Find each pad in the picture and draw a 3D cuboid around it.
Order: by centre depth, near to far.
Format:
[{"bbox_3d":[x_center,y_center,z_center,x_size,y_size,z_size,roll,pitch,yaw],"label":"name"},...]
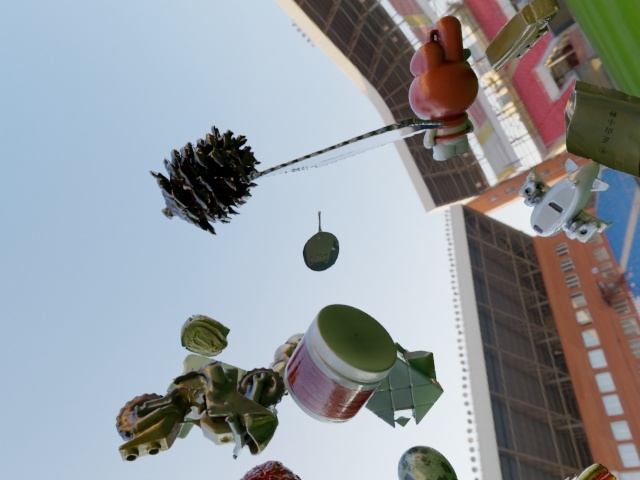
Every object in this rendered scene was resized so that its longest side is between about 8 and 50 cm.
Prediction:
[{"bbox_3d":[0.054,-0.149,0.705,0.270,0.269,0.012,-30,-76,-62],"label":"pad"}]

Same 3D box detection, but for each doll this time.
[{"bbox_3d":[0.269,-0.326,0.942,0.161,0.130,0.290,-20,-69,-15],"label":"doll"}]

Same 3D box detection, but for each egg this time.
[{"bbox_3d":[0.271,0.591,1.083,0.132,0.172,0.132,1,-92,-31],"label":"egg"}]

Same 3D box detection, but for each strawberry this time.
[{"bbox_3d":[-0.168,0.755,1.197,0.277,0.257,0.257,0,-115,-31],"label":"strawberry"}]

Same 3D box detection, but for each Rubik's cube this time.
[{"bbox_3d":[0.232,0.420,1.320,0.224,0.265,0.213,38,-175,-2],"label":"Rubik's cube"}]

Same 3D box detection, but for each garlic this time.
[{"bbox_3d":[-0.094,0.460,1.699,0.281,0.203,0.184,-20,-132,-16],"label":"garlic"}]

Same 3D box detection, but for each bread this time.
[{"bbox_3d":[-0.364,0.302,1.364,0.156,0.117,0.064,33,-169,-19],"label":"bread"}]

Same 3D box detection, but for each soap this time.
[{"bbox_3d":[-0.232,0.445,1.146,0.347,0.208,0.115,76,-148,-49],"label":"soap"}]

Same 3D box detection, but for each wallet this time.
[{"bbox_3d":[0.606,0.594,1.019,0.067,0.141,0.241,50,175,39],"label":"wallet"}]

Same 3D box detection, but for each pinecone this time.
[{"bbox_3d":[-0.267,-0.142,1.045,0.224,0.272,0.224,53,175,7],"label":"pinecone"}]

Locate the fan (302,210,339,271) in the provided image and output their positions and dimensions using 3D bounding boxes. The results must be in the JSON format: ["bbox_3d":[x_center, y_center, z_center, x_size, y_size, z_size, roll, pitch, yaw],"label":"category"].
[{"bbox_3d":[0.000,0.000,1.167,0.005,0.113,0.175,33,-129,-56],"label":"fan"}]

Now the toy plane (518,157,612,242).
[{"bbox_3d":[0.660,-0.108,1.162,0.117,0.245,0.244,-25,-94,-34],"label":"toy plane"}]

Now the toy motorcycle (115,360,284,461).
[{"bbox_3d":[-0.153,0.239,0.580,0.229,0.094,0.130,-9,-144,-16],"label":"toy motorcycle"}]

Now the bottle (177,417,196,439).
[{"bbox_3d":[-0.406,0.507,1.400,0.104,0.104,0.245,40,-106,-25],"label":"bottle"}]

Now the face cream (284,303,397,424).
[{"bbox_3d":[0.042,0.276,0.971,0.201,0.187,0.201,22,-152,-12],"label":"face cream"}]

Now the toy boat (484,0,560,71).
[{"bbox_3d":[0.399,-0.408,0.857,0.077,0.200,0.057,-18,-97,-9],"label":"toy boat"}]

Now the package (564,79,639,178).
[{"bbox_3d":[0.746,-0.292,1.129,0.204,0.062,0.250,19,-109,5],"label":"package"}]
